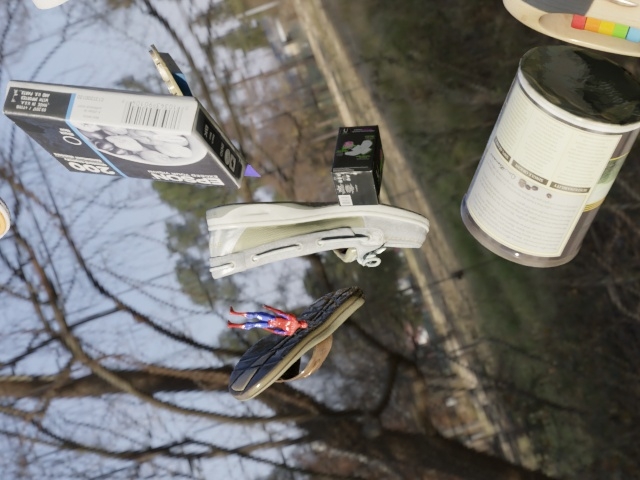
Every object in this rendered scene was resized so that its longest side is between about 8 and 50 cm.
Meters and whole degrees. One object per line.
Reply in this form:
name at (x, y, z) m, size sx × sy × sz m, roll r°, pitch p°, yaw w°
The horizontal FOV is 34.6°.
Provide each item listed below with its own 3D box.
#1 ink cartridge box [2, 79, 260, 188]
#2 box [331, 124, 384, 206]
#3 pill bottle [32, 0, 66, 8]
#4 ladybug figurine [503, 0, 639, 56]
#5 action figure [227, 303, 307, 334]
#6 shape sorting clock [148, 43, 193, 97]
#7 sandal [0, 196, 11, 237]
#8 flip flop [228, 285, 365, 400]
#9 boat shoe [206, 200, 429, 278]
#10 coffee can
ink cartridge box at (-0.188, -0.097, 1.066) m, size 0.208 × 0.206 × 0.045 m, roll 50°, pitch -131°, yaw -68°
box at (0.047, -0.092, 1.263) m, size 0.062 × 0.052 × 0.083 m, roll 75°, pitch -161°, yaw -47°
pill bottle at (-0.482, -0.502, 1.688) m, size 0.121 × 0.121 × 0.221 m, roll -103°, pitch -12°, yaw -52°
ladybug figurine at (0.610, -0.499, 2.128) m, size 0.305 × 0.449 × 0.162 m, roll 42°, pitch -116°, yaw -83°
action figure at (-0.075, 0.115, 1.485) m, size 0.030 × 0.115 × 0.038 m, roll -104°, pitch 24°, yaw -70°
shape sorting clock at (-0.243, -0.243, 1.770) m, size 0.206 × 0.040 × 0.206 m, roll 63°, pitch 174°, yaw 13°
sandal at (-0.474, -0.053, 1.121) m, size 0.265 × 0.102 × 0.076 m, roll 30°, pitch -142°, yaw -22°
flip flop at (-0.027, 0.172, 1.641) m, size 0.112 × 0.277 × 0.080 m, roll 0°, pitch 122°, yaw 53°
boat shoe at (0.000, 0.000, 1.421) m, size 0.118 × 0.320 × 0.103 m, roll 172°, pitch 98°, yaw -67°
coffee can at (0.350, -0.125, 1.555) m, size 0.201 × 0.201 × 0.275 m, roll -104°, pitch 23°, yaw -45°
